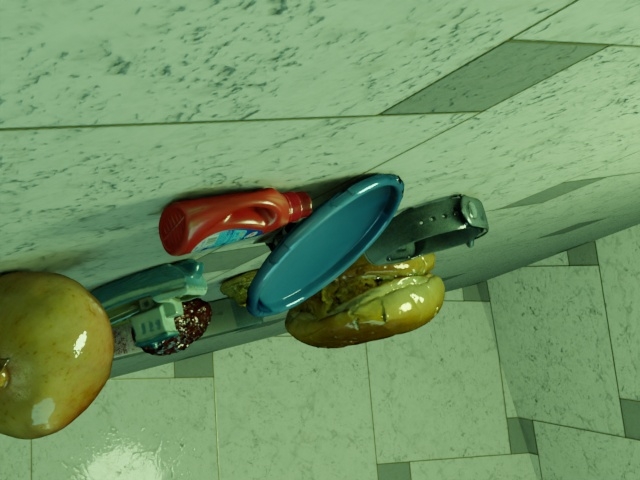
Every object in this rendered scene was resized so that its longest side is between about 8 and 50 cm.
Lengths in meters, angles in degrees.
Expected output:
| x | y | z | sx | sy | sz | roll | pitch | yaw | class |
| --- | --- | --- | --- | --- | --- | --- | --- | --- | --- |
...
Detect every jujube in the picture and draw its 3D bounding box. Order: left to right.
| x | y | z | sx | sy | sz | roll | pitch | yaw | class |
| --- | --- | --- | --- | --- | --- | --- | --- | --- | --- |
| -0.250 | 0.142 | 1.641 | 0.104 | 0.104 | 0.166 | -23 | -178 | 41 | jujube |

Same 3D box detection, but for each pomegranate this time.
| x | y | z | sx | sy | sz | roll | pitch | yaw | class |
| --- | --- | --- | --- | --- | --- | --- | --- | --- | --- |
| -0.323 | 0.121 | 1.039 | 0.191 | 0.191 | 0.191 | -16 | 172 | -2 | pomegranate |

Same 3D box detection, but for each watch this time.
| x | y | z | sx | sy | sz | roll | pitch | yaw | class |
| --- | --- | --- | --- | --- | --- | --- | --- | --- | --- |
| 0.176 | -0.015 | 1.490 | 0.193 | 0.068 | 0.206 | -20 | 169 | 30 | watch |

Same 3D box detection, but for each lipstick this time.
| x | y | z | sx | sy | sz | roll | pitch | yaw | class |
| --- | --- | --- | --- | --- | --- | --- | --- | --- | --- |
| -0.269 | 0.168 | 1.845 | 0.317 | 0.066 | 0.068 | -11 | 172 | -31 | lipstick |

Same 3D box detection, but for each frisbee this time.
| x | y | z | sx | sy | sz | roll | pitch | yaw | class |
| --- | --- | --- | --- | --- | --- | --- | --- | --- | --- |
| 0.000 | 0.000 | 1.134 | 0.242 | 0.045 | 0.242 | -37 | 162 | -14 | frisbee |

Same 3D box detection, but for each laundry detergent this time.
| x | y | z | sx | sy | sz | roll | pitch | yaw | class |
| --- | --- | --- | --- | --- | --- | --- | --- | --- | --- |
| -0.078 | -0.028 | 0.970 | 0.165 | 0.049 | 0.097 | -14 | 168 | -33 | laundry detergent |

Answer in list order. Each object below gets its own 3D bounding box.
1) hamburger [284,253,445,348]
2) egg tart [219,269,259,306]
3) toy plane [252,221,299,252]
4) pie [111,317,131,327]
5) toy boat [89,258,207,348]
| x | y | z | sx | sy | sz | roll | pitch | yaw | class |
| --- | --- | --- | --- | --- | --- | --- | --- | --- | --- |
| 0.080 | 0.104 | 1.751 | 0.289 | 0.170 | 0.314 | -13 | 176 | 30 | hamburger |
| -0.108 | 0.081 | 1.628 | 0.130 | 0.052 | 0.130 | -14 | 169 | -3 | egg tart |
| -0.038 | -0.003 | 1.211 | 0.078 | 0.053 | 0.197 | -32 | 167 | 18 | toy plane |
| -0.345 | 0.136 | 1.640 | 0.084 | 0.020 | 0.084 | -18 | 173 | -2 | pie |
| -0.249 | 0.101 | 1.308 | 0.215 | 0.102 | 0.088 | -18 | 170 | 16 | toy boat |
